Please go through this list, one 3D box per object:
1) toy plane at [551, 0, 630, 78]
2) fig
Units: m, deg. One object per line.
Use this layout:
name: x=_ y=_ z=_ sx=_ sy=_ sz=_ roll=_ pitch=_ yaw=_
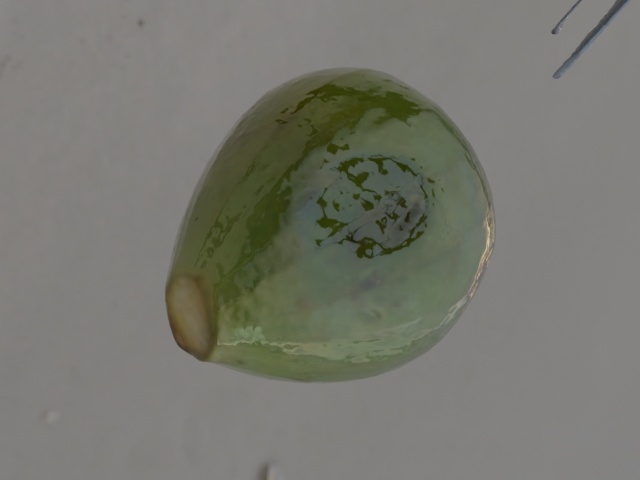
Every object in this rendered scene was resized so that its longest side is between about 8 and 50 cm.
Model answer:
toy plane: x=0.179 y=-0.163 z=0.788 sx=0.058 sy=0.226 sz=0.226 roll=45 pitch=59 yaw=-15
fig: x=0.010 y=0.002 z=1.137 sx=0.230 sy=0.207 sz=0.207 roll=-66 pitch=140 yaw=-52
